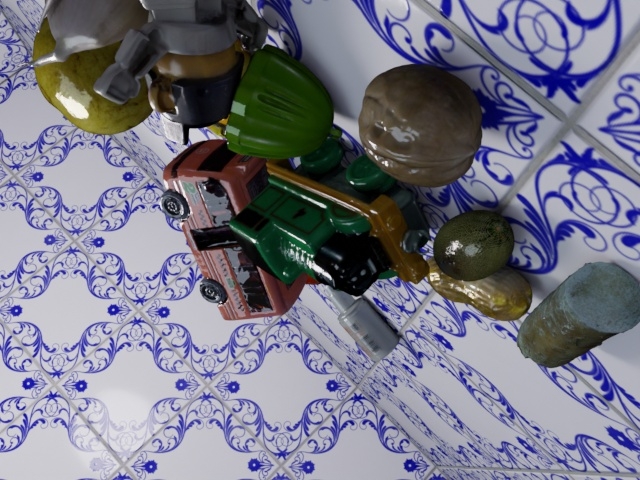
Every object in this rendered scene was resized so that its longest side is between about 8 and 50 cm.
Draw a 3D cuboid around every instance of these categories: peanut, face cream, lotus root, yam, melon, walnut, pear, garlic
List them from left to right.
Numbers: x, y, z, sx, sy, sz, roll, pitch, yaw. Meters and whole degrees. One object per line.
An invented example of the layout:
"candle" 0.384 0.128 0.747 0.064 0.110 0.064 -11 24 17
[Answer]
"garlic" -0.341 -0.436 0.935 0.246 0.340 0.231 10 160 20
"pear" -0.507 -0.394 1.482 0.304 0.304 0.304 43 165 15
"lotus root" -0.043 -0.200 1.028 0.186 0.186 0.186 43 165 15
"face cream" 0.102 0.212 1.769 0.251 0.101 0.101 48 165 -3
"walnut" 0.115 -0.136 0.754 0.162 0.140 0.140 26 156 32
"melon" 0.218 0.007 0.910 0.099 0.099 0.162 47 164 1
"peanut" 0.245 0.066 1.012 0.207 0.087 0.087 23 152 53
"yam" 0.336 0.111 0.862 0.093 0.093 0.259 43 165 17

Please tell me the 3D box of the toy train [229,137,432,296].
"toy train" 0.011 -0.027 1.096 0.429 0.249 0.178 29 157 51

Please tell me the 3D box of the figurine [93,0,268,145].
"figurine" -0.190 -0.280 0.930 0.143 0.308 0.308 48 170 41

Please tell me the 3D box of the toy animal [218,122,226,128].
"toy animal" -0.285 -0.343 1.438 0.260 0.087 0.243 45 164 -2

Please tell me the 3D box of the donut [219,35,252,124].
"donut" -0.166 -0.289 1.242 0.152 0.101 0.259 45 163 -14

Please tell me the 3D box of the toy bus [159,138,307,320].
"toy bus" -0.195 -0.024 1.529 0.233 0.203 0.427 -4 120 25

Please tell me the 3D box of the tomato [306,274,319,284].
"tomato" -0.052 0.061 1.799 0.199 0.112 0.228 34 164 35

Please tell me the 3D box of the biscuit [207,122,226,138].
"biscuit" -0.258 -0.268 1.369 0.048 0.026 0.292 13 -162 -45
